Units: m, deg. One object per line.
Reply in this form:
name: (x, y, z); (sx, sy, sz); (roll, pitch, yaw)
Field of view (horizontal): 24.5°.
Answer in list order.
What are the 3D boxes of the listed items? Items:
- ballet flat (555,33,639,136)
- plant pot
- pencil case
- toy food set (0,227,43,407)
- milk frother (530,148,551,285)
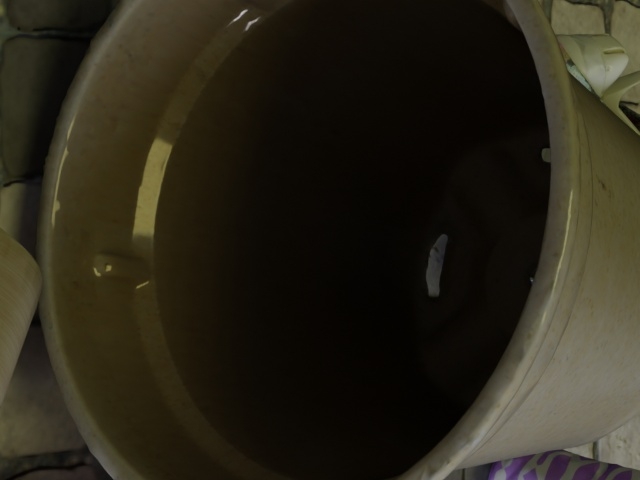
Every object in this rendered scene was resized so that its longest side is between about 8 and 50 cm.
ballet flat: (0.220, -0.113, 1.155); (0.221, 0.079, 0.077); (35, 25, -41)
plant pot: (0.063, 0.006, 0.845); (0.305, 0.334, 0.334); (15, 82, -52)
pencil case: (0.224, 0.205, 1.102); (0.088, 0.206, 0.086); (-35, 129, -40)
toy food set: (-0.274, 0.038, 0.674); (0.306, 0.092, 0.220); (42, 43, -32)
milk frother: (0.182, -0.002, 1.132); (0.143, 0.129, 0.135); (92, 20, -71)
